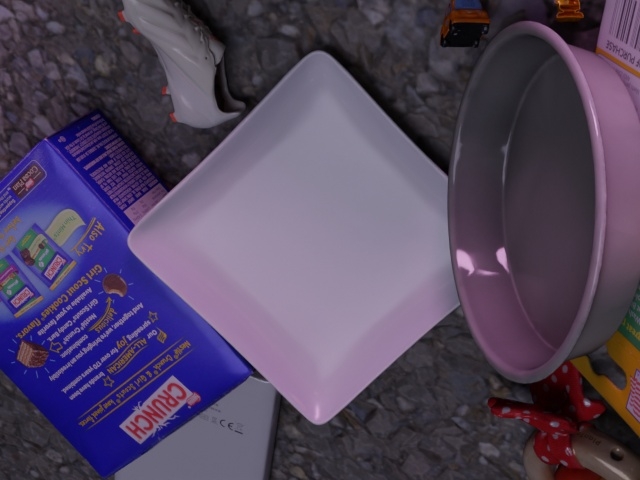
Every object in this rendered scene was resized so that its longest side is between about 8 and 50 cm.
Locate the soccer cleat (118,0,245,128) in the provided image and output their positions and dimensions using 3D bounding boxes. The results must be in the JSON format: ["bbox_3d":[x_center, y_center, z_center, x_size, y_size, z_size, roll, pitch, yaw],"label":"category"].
[{"bbox_3d":[-0.131,-0.194,1.126,0.076,0.068,0.196,-6,127,23],"label":"soccer cleat"}]

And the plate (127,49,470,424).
[{"bbox_3d":[0.000,0.000,1.158,0.278,0.045,0.277,44,106,-9],"label":"plate"}]

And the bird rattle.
[{"bbox_3d":[0.275,0.240,1.203,0.253,0.143,0.207,26,147,11],"label":"bird rattle"}]

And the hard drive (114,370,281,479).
[{"bbox_3d":[-0.156,0.240,1.461,0.203,0.040,0.308,19,129,13],"label":"hard drive"}]

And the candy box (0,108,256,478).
[{"bbox_3d":[-0.238,0.064,1.287,0.268,0.122,0.317,-37,96,31],"label":"candy box"}]

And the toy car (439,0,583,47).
[{"bbox_3d":[0.160,-0.193,1.013,0.122,0.060,0.041,-5,78,10],"label":"toy car"}]

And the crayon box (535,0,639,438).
[{"bbox_3d":[0.274,-0.029,0.913,0.083,0.203,0.323,-2,117,-19],"label":"crayon box"}]

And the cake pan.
[{"bbox_3d":[0.180,-0.031,0.975,0.054,0.293,0.293,-1,131,-16],"label":"cake pan"}]
